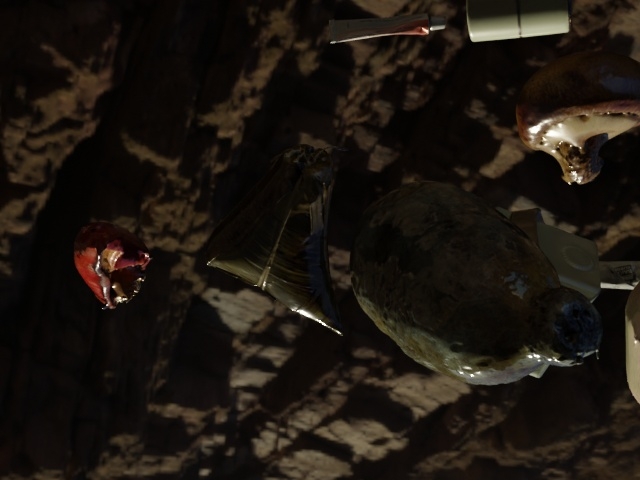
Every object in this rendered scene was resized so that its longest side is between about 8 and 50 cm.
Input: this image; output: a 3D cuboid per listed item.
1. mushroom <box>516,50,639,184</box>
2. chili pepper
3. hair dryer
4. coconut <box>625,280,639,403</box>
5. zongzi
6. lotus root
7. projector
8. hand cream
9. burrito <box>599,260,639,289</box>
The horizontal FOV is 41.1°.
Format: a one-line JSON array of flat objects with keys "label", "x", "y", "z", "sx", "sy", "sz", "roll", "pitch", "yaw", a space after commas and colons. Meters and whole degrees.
[{"label": "mushroom", "x": 0.604, "y": -0.275, "z": 1.932, "sx": 0.345, "sy": 0.345, "sz": 0.260, "roll": -24, "pitch": -106, "yaw": 58}, {"label": "chili pepper", "x": -0.161, "y": 0.018, "z": 0.653, "sx": 0.059, "sy": 0.050, "sz": 0.268, "roll": -45, "pitch": 177, "yaw": -10}, {"label": "hair dryer", "x": 0.390, "y": -0.585, "z": 1.692, "sx": 0.203, "sy": 0.128, "sz": 0.362, "roll": -2, "pitch": -88, "yaw": 18}, {"label": "coconut", "x": 0.366, "y": 0.086, "z": 0.780, "sx": 0.171, "sy": 0.170, "sz": 0.183, "roll": -124, "pitch": -160, "yaw": -54}, {"label": "zongzi", "x": 0.000, "y": 0.000, "z": 1.149, "sx": 0.248, "sy": 0.241, "sz": 0.111, "roll": -46, "pitch": -163, "yaw": 38}, {"label": "lotus root", "x": 0.129, "y": 0.040, "z": 0.835, "sx": 0.349, "sy": 0.175, "sz": 0.175, "roll": -139, "pitch": -117, "yaw": -66}, {"label": "projector", "x": 0.315, "y": 0.074, "z": 1.336, "sx": 0.163, "sy": 0.177, "sz": 0.242, "roll": -72, "pitch": -179, "yaw": -53}, {"label": "hand cream", "x": 0.124, "y": -0.394, "z": 1.583, "sx": 0.052, "sy": 0.216, "sz": 0.038, "roll": -90, "pitch": 175, "yaw": -64}, {"label": "burrito", "x": 0.571, "y": 0.066, "z": 1.704, "sx": 0.203, "sy": 0.064, "sz": 0.064, "roll": 3, "pitch": -100, "yaw": 18}]
